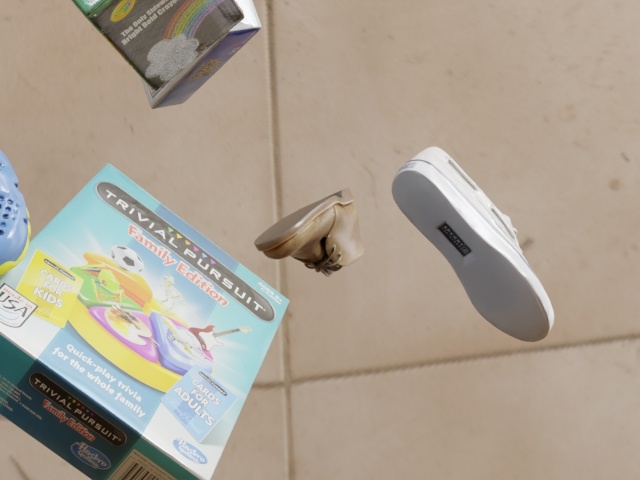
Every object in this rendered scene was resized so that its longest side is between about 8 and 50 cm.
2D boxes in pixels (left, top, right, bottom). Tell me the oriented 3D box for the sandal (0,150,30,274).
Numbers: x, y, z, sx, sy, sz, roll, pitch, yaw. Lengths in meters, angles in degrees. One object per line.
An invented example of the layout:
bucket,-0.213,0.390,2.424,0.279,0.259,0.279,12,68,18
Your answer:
sandal,-0.355,-0.103,0.989,0.126,0.317,0.138,-26,159,-22

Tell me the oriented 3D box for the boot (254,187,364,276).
boot,0.000,0.000,1.664,0.112,0.305,0.115,-22,92,22

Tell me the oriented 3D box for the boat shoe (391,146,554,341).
boat shoe,0.192,-0.001,1.307,0.258,0.095,0.084,53,47,-9

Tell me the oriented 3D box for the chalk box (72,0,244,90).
chalk box,-0.191,-0.275,1.127,0.132,0.132,0.213,-39,154,-1

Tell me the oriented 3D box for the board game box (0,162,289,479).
board game box,-0.183,0.084,1.102,0.254,0.336,0.079,38,117,-7

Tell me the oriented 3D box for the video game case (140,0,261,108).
video game case,-0.197,-0.344,1.545,0.061,0.269,0.244,-16,83,-33
